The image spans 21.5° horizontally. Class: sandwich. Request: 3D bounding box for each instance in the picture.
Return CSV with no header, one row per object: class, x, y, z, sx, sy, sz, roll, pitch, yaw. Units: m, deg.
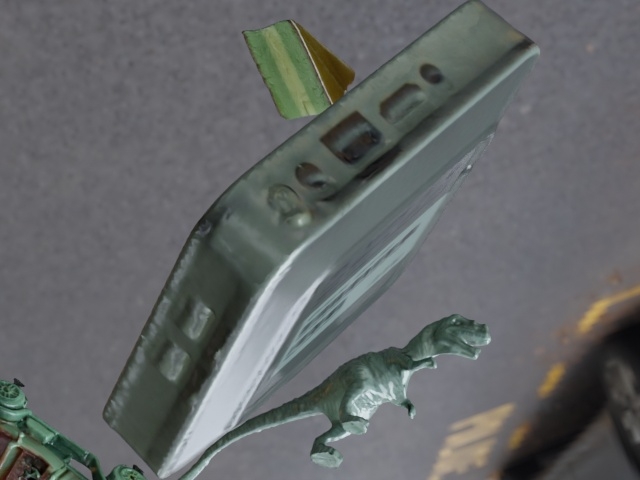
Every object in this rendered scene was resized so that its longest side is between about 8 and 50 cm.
sandwich,-0.023,-0.198,1.798,0.074,0.116,0.074,-8,-147,31

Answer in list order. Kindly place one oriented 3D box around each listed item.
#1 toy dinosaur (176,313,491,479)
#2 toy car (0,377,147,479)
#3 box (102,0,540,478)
toy dinosaur,0.000,0.185,1.703,0.383,0.076,0.129,-24,-157,9
toy car,-0.186,0.157,1.128,0.073,0.143,0.054,-58,171,17
box,0.000,0.001,1.492,0.396,0.111,0.396,-42,169,-36
